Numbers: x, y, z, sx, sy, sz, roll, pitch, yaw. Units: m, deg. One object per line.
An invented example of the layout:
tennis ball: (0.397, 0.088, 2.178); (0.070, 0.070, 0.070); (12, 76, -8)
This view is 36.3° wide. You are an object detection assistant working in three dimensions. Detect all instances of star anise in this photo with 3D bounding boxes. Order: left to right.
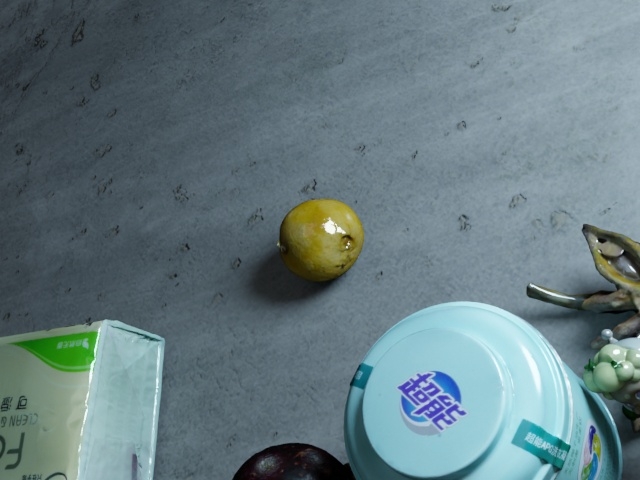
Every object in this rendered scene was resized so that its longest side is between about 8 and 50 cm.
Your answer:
star anise: (0.451, 0.083, 1.265); (0.349, 0.109, 0.292); (-32, 58, 30)

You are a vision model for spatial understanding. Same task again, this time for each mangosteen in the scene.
mangosteen: (-0.007, 0.386, 1.355); (0.265, 0.228, 0.228); (-10, 53, -16)

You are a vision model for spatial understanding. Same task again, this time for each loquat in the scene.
loquat: (0.000, 0.000, 1.586); (0.141, 0.141, 0.141); (-14, 59, 26)

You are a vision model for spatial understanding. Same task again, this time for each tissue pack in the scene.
tissue pack: (-0.489, 0.325, 1.677); (0.405, 0.205, 0.332); (-11, 65, 28)

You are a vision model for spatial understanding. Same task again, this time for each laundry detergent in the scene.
laundry detergent: (0.198, 0.241, 1.224); (0.287, 0.305, 0.287); (-14, 60, 26)

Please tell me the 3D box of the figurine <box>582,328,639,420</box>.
figurine: (0.411, 0.186, 1.175); (0.197, 0.147, 0.093); (35, 63, 10)
